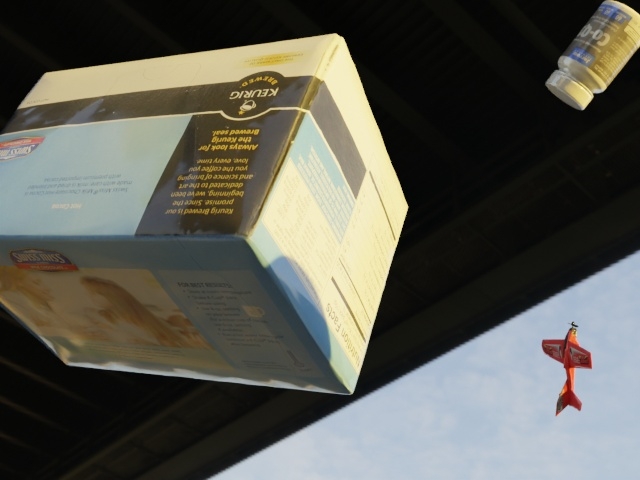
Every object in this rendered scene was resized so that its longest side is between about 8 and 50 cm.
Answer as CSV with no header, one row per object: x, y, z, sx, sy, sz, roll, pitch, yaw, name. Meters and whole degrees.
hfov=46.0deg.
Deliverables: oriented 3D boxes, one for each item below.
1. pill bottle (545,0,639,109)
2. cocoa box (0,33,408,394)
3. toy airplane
0.382,-0.255,1.048,0.078,0.078,0.137,33,-81,-23,pill bottle
-0.128,-0.018,0.712,0.347,0.228,0.231,0,-39,27,cocoa box
0.391,0.202,1.182,0.028,0.151,0.151,7,-44,-11,toy airplane
